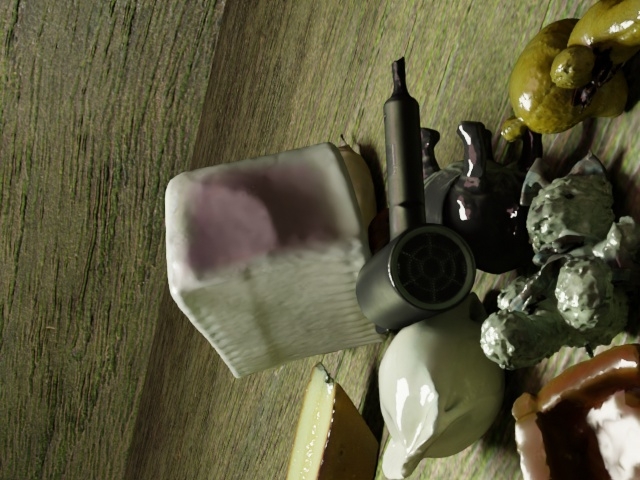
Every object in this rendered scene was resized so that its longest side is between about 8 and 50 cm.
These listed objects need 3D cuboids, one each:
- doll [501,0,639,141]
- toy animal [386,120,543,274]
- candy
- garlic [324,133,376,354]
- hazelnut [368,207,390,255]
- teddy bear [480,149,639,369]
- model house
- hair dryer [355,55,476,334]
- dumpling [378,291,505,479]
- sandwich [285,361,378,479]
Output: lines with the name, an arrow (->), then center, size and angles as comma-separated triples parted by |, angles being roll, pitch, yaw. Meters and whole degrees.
doll -> 0.235, -0.149, 0.880 | 0.137, 0.097, 0.209 | -48, 9, -28
toy animal -> 0.138, -0.029, 1.117 | 0.343, 0.106, 0.169 | 134, 133, -73
candy -> -0.043, 0.037, 1.243 | 0.359, 0.208, 0.145 | 70, -173, -68
garlic -> 0.002, -0.013, 1.517 | 0.196, 0.151, 0.339 | 113, 162, -79
hazelnut -> 0.096, -0.002, 1.299 | 0.086, 0.086, 0.086 | -173, 90, -73
teddy bear -> 0.210, 0.024, 0.879 | 0.133, 0.111, 0.213 | -29, 25, 35
model house -> 0.207, 0.181, 0.656 | 0.220, 0.199, 0.229 | -69, 22, 3
hair dryer -> 0.075, -0.044, 1.019 | 0.195, 0.077, 0.249 | 137, 133, -75
dumpling -> 0.115, 0.151, 1.073 | 0.229, 0.124, 0.151 | -53, -15, -48
sandwich -> 0.014, 0.294, 1.408 | 0.094, 0.096, 0.258 | -147, 67, -65
